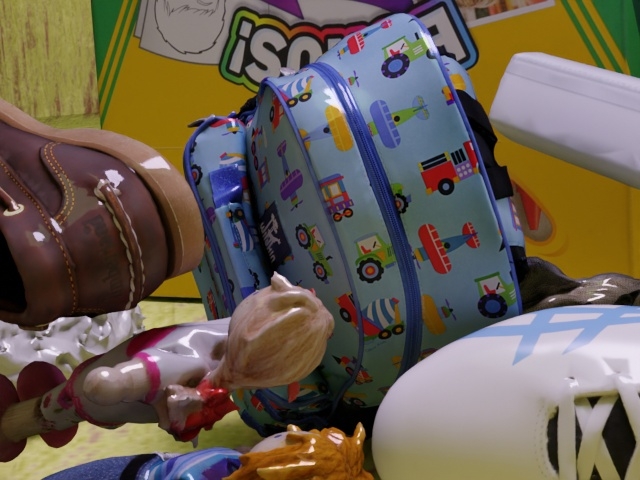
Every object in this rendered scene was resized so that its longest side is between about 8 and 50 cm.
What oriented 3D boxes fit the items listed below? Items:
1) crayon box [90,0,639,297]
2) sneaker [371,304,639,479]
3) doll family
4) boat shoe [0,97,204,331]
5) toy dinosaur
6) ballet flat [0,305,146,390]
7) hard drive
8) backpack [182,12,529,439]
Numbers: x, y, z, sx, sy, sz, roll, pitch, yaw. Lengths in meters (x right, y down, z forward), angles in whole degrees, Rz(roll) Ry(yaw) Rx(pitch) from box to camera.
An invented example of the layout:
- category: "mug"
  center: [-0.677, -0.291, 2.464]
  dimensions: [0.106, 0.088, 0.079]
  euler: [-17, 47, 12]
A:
- category: "crayon box"
  center: [0.030, -0.121, 0.909]
  dimensions: [0.363, 0.313, 0.106]
  euler: [1, 8, 30]
- category: "sneaker"
  center: [0.131, 0.060, 0.473]
  dimensions: [0.237, 0.085, 0.086]
  euler: [-1, -8, 12]
- category: "doll family"
  center: [-0.075, 0.083, 0.429]
  dimensions: [0.163, 0.118, 0.263]
  euler: [-17, -5, 31]
- category: "boat shoe"
  center: [-0.129, -0.011, 0.552]
  dimensions: [0.073, 0.073, 0.207]
  euler: [-29, 21, -30]
- category: "toy dinosaur"
  center: [0.110, 0.033, 0.728]
  dimensions: [0.268, 0.064, 0.118]
  euler: [-2, -5, 11]
- category: "ballet flat"
  center: [-0.241, 0.044, 0.624]
  dimensions: [0.147, 0.147, 0.409]
  euler: [2, 13, 34]
- category: "hard drive"
  center: [0.247, -0.001, 0.576]
  dimensions: [0.233, 0.047, 0.353]
  euler: [16, 8, -24]
- category: "backpack"
  center: [0.012, -0.003, 0.592]
  dimensions: [0.117, 0.158, 0.173]
  euler: [-15, -10, -12]
